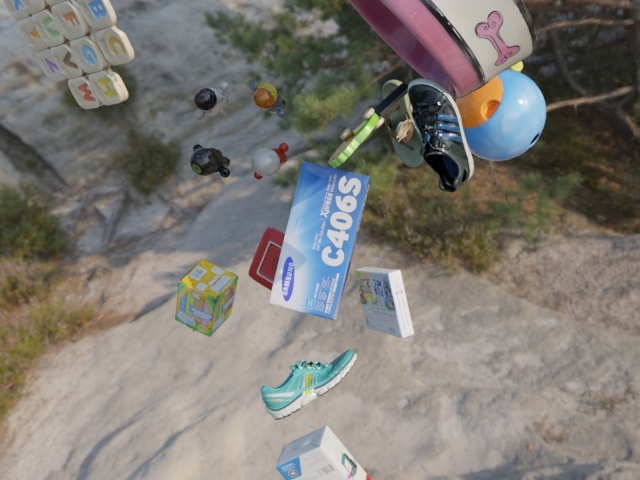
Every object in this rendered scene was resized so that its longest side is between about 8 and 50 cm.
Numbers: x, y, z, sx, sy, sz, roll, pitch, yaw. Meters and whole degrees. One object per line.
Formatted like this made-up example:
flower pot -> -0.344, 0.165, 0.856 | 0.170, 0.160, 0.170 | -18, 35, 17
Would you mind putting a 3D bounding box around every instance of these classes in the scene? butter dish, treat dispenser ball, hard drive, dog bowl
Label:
butter dish -> -0.084, 0.056, 1.671 | 0.159, 0.160, 0.118 | 29, 20, 16
treat dispenser ball -> 0.567, -0.399, 2.015 | 0.288, 0.288, 0.288 | -16, 30, 10
hard drive -> 0.118, -0.246, 1.230 | 0.135, 0.022, 0.094 | -48, -4, -43
dog bowl -> 0.176, -0.418, 1.102 | 0.150, 0.408, 0.408 | -45, 27, 11

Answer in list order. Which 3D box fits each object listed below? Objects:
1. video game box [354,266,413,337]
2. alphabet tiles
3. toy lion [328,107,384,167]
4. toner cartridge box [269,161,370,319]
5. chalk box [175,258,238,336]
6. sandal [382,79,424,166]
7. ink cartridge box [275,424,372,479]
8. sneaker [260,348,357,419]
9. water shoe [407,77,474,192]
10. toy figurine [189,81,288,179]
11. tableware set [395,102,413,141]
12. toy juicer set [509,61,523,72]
video game box -> 0.179, 0.173, 1.816 | 0.048, 0.187, 0.205 | -18, 8, -23
alphabet tiles -> -0.414, -0.346, 1.009 | 0.278, 0.284, 0.021 | 4, 37, 41
toy lion -> 0.054, -0.167, 1.065 | 0.100, 0.034, 0.096 | -36, 18, 43
toner cartridge box -> 0.000, 0.000, 1.505 | 0.165, 0.348, 0.075 | 13, 2, 8
chalk box -> -0.347, 0.192, 1.911 | 0.132, 0.213, 0.132 | 24, 39, 13
sandal -> 0.266, -0.389, 2.136 | 0.120, 0.303, 0.086 | -13, 13, 38
ink cartridge box -> 0.023, 0.553, 1.452 | 0.134, 0.231, 0.078 | -31, 14, 22
sneaker -> -0.028, 0.356, 1.640 | 0.275, 0.110, 0.107 | -30, -8, -9
water shoe -> 0.203, -0.179, 1.082 | 0.073, 0.203, 0.080 | -16, 22, 43
toy figurine -> -0.175, -0.237, 1.363 | 0.213, 0.210, 0.148 | 3, 9, 7
tableware set -> 0.257, -0.351, 1.787 | 0.020, 0.169, 0.141 | 33, 20, 13
toy juicer set -> 0.562, -0.547, 2.241 | 0.328, 0.209, 0.089 | 1, -15, -9
